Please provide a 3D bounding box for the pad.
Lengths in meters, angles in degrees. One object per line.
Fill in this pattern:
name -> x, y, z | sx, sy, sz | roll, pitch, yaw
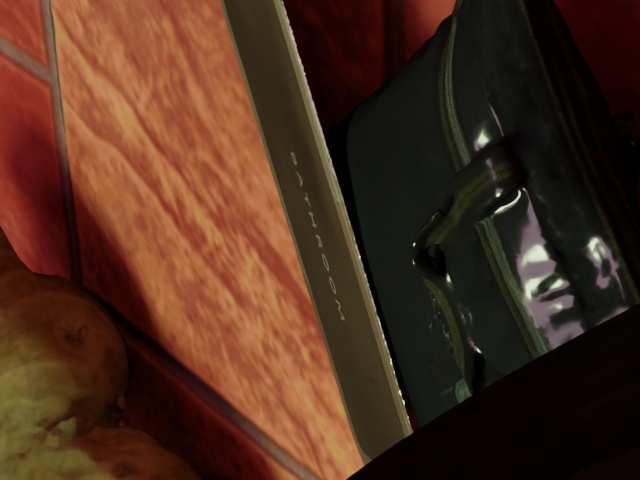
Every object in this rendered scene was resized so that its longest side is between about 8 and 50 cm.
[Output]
pad -> 0.000, 0.000, 0.808 | 0.176, 0.002, 0.266 | -158, 50, -79

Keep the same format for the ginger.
ginger -> -0.164, 0.151, 1.071 | 0.375, 0.176, 0.256 | 61, 165, 14

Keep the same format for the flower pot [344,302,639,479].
flower pot -> 0.178, 0.158, 0.426 | 0.330, 0.294, 0.293 | 62, 150, -1

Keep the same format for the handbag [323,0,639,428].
handbag -> 0.082, 0.033, 0.676 | 0.254, 0.089, 0.211 | 67, 158, 10
